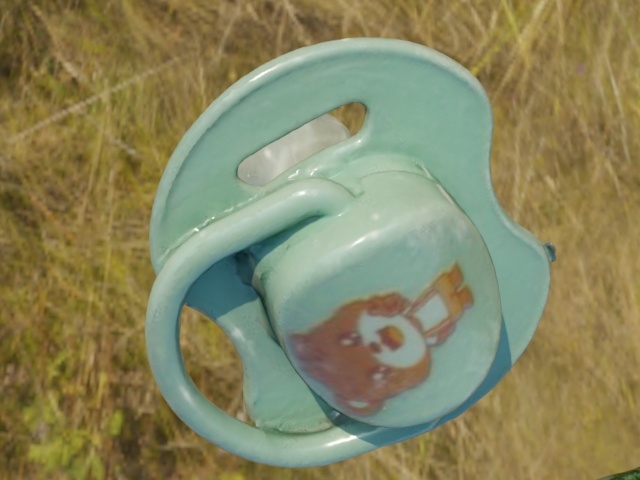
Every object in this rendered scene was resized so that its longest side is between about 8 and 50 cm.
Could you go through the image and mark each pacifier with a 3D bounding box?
[{"bbox_3d":[0.000,0.000,0.881,0.288,0.269,0.343,-28,125,-4],"label":"pacifier"}]

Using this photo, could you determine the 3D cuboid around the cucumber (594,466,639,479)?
[{"bbox_3d":[0.305,0.234,1.147,0.250,0.056,0.056,-7,142,-29],"label":"cucumber"}]
